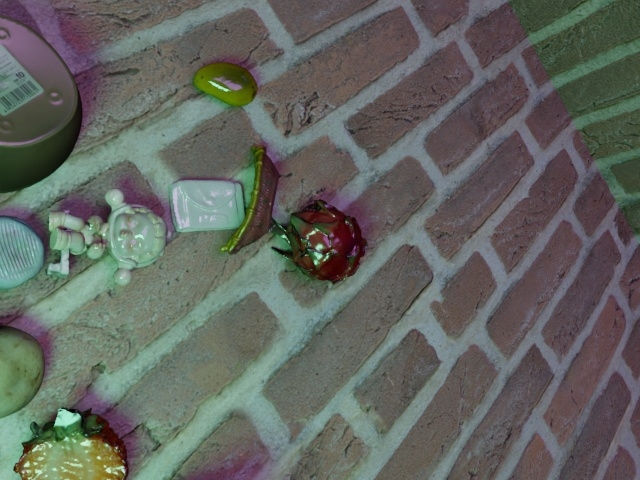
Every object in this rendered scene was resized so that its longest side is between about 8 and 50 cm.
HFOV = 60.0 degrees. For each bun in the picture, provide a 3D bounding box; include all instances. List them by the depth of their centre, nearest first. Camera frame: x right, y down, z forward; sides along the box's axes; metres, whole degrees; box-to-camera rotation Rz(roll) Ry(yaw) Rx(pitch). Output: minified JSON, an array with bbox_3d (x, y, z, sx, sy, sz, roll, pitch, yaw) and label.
[{"bbox_3d":[-0.600,0.024,1.049,0.141,0.083,0.140,10,75,-42],"label":"bun"}]

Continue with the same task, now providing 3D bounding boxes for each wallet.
[{"bbox_3d":[-0.266,-0.085,1.325,0.183,0.032,0.124,-4,85,-36],"label":"wallet"}]

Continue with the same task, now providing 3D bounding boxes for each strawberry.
[{"bbox_3d":[-0.457,0.433,1.050,0.188,0.106,0.286,-10,100,-13],"label":"strawberry"}]

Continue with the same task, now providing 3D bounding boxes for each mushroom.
[{"bbox_3d":[-0.577,0.236,0.989,0.166,0.127,0.166,-6,90,-69],"label":"mushroom"}]

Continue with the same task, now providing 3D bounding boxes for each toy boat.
[{"bbox_3d":[-0.156,-0.103,1.342,0.099,0.141,0.317,11,60,-1],"label":"toy boat"}]

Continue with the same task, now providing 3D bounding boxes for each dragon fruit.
[{"bbox_3d":[0.000,0.000,1.402,0.274,0.193,0.192,31,91,-24],"label":"dragon fruit"}]

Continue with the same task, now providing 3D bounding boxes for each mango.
[{"bbox_3d":[-0.235,-0.392,1.386,0.161,0.076,0.103,7,82,-24],"label":"mango"}]

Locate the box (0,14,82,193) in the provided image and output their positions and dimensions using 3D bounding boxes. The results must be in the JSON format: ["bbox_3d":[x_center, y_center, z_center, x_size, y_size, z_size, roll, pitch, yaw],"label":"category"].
[{"bbox_3d":[-0.595,-0.254,1.031,0.301,0.216,0.300,7,78,-34],"label":"box"}]

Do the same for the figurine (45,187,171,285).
[{"bbox_3d":[-0.426,0.001,1.146,0.257,0.144,0.181,1,59,-31],"label":"figurine"}]
